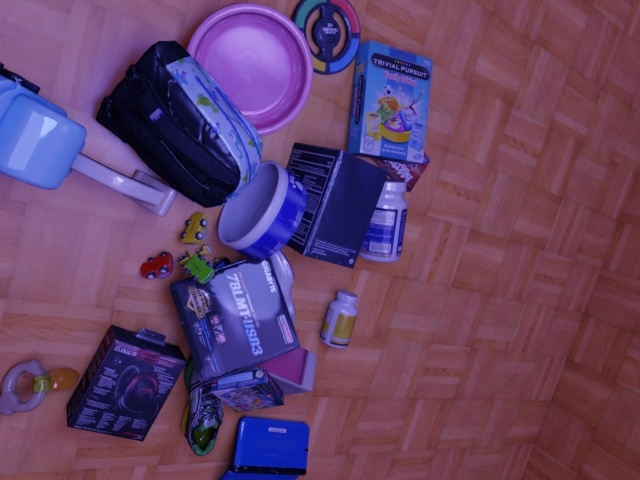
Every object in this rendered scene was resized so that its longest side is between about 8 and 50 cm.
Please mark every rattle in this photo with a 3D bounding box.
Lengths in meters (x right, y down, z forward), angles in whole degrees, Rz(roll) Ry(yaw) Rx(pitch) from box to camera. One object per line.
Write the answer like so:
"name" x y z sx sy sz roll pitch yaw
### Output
"rattle" -0.775 0.399 1.251 0.199 0.143 0.130 -41 88 5

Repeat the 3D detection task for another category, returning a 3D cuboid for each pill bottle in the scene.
"pill bottle" 0.210 -0.072 1.591 0.153 0.153 0.265 -1 105 -29
"pill bottle" 0.070 0.270 1.642 0.103 0.103 0.184 12 99 -31

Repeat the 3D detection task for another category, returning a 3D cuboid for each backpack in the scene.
"backpack" -0.308 -0.254 1.165 0.290 0.273 0.355 -36 93 30

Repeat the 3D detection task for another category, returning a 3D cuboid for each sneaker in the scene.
"sneaker" -0.160 0.154 1.472 0.152 0.114 0.305 -14 111 -27
"sneaker" -0.340 0.491 1.453 0.134 0.146 0.343 0 104 -29

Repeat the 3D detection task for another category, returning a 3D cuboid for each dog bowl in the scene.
"dog bowl" -0.162 -0.083 1.313 0.104 0.265 0.265 32 88 -35

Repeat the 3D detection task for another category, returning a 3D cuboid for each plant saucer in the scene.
"plant saucer" -0.187 -0.446 1.255 0.332 0.084 0.332 -6 121 -10

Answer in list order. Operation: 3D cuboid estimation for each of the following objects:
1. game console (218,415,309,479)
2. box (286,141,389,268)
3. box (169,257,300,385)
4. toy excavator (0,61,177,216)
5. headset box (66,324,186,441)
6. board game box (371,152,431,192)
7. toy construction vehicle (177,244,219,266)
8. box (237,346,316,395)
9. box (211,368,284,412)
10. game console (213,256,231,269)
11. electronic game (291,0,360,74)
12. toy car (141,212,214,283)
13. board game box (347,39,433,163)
"game console" -0.209 0.765 1.678 0.293 0.173 0.250 21 63 -33
"box" 0.009 -0.109 1.382 0.182 0.296 0.294 16 96 -31
"box" -0.241 0.215 1.350 0.293 0.073 0.295 -18 89 -14
"toy excavator" -0.574 -0.188 1.057 0.445 0.433 0.222 30 89 -4
"headset box" -0.535 0.389 1.334 0.218 0.110 0.293 28 90 -33
"board game box" 0.255 -0.301 1.623 0.281 0.027 0.145 35 87 -32
"toy construction vehicle" -0.355 0.058 1.386 0.098 0.035 0.086 -34 118 -7
"box" -0.148 0.393 1.509 0.232 0.148 0.127 33 50 -33
"box" -0.213 0.457 1.430 0.159 0.044 0.233 -11 145 4
"game console" -0.294 0.144 1.407 0.144 0.085 0.124 -40 83 -13
"electronic game" 0.019 -0.606 1.389 0.229 0.048 0.229 -8 108 -27
"toy car" -0.351 0.056 1.285 0.239 0.225 0.053 -48 141 -10
"board game box" 0.224 -0.426 1.509 0.253 0.079 0.336 3 94 -30
